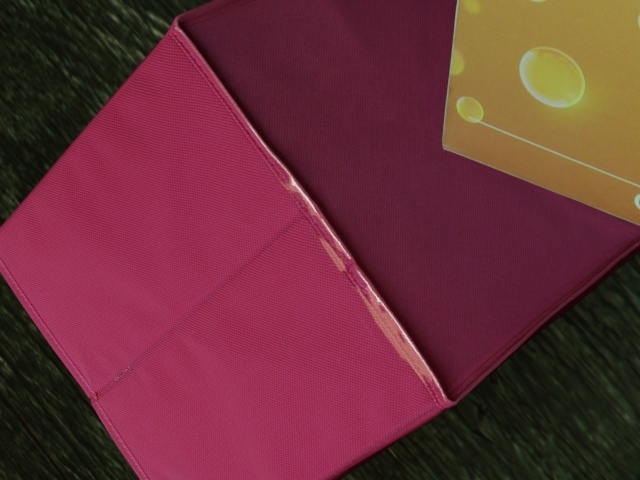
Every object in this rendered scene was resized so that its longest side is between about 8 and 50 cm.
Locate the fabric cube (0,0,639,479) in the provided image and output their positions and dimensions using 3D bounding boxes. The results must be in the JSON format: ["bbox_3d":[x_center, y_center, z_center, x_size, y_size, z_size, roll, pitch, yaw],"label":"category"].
[{"bbox_3d":[0.000,0.000,0.912,0.259,0.254,0.258,55,133,5],"label":"fabric cube"}]

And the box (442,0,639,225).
[{"bbox_3d":[0.195,-0.176,0.637,0.215,0.168,0.345,23,140,20],"label":"box"}]
